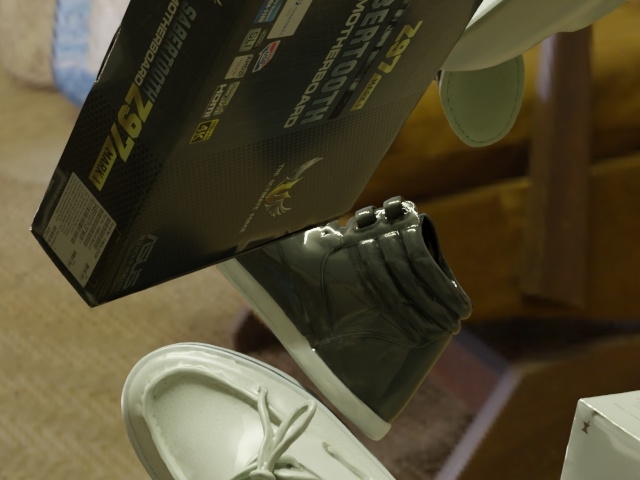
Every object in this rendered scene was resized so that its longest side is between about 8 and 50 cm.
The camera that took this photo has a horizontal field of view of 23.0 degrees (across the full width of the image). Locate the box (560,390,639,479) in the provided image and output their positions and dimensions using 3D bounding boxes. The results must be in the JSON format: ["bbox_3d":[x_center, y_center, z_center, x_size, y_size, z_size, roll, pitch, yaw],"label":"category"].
[{"bbox_3d":[0.263,0.161,1.032,0.171,0.091,0.130,-4,23,-32],"label":"box"}]

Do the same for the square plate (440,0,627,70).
[{"bbox_3d":[0.239,-0.232,0.806,0.344,0.049,0.347,-33,11,48],"label":"square plate"}]

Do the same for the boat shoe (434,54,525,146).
[{"bbox_3d":[0.129,-0.189,1.409,0.081,0.227,0.068,-19,39,-6],"label":"boat shoe"}]

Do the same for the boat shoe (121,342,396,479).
[{"bbox_3d":[-0.018,0.188,1.075,0.136,0.156,0.367,-47,67,-2],"label":"boat shoe"}]

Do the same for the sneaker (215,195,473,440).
[{"bbox_3d":[0.000,0.000,1.214,0.147,0.104,0.296,-43,67,2],"label":"sneaker"}]

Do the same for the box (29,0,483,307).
[{"bbox_3d":[-0.015,-0.083,0.721,0.183,0.232,0.059,-21,63,-46],"label":"box"}]
